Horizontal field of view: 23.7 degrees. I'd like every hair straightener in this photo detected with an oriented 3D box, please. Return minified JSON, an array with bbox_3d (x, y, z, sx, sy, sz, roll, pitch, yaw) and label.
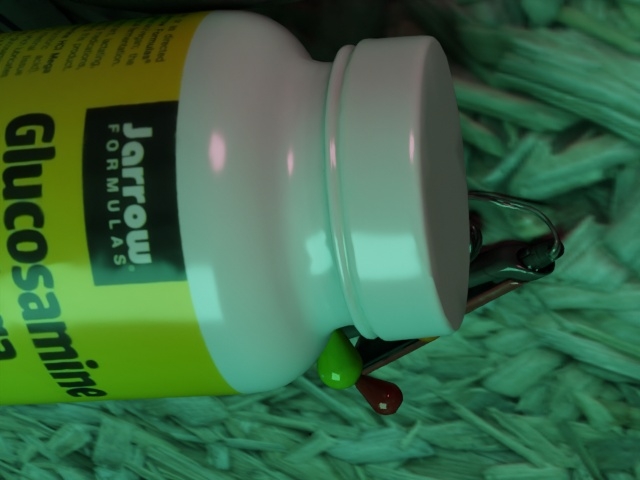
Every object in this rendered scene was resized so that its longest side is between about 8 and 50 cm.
[{"bbox_3d":[0.062,0.027,0.966,0.089,0.047,0.230,34,145,-23],"label":"hair straightener"}]

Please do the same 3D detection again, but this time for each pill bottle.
[{"bbox_3d":[-0.101,-0.015,0.754,0.334,0.188,0.188,-5,143,14],"label":"pill bottle"}]

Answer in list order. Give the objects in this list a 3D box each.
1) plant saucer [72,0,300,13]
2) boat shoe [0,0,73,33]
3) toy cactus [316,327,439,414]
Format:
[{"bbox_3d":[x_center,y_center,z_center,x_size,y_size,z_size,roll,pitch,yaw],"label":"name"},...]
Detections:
[{"bbox_3d":[-0.126,-0.209,0.644,0.400,0.100,0.400,14,150,8],"label":"plant saucer"},{"bbox_3d":[-0.177,-0.069,0.905,0.109,0.094,0.302,-15,135,43],"label":"boat shoe"},{"bbox_3d":[0.000,0.000,0.902,0.180,0.112,0.219,29,143,20],"label":"toy cactus"}]
